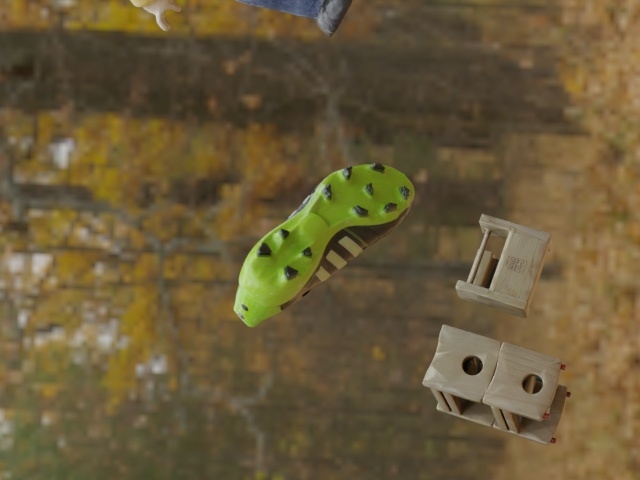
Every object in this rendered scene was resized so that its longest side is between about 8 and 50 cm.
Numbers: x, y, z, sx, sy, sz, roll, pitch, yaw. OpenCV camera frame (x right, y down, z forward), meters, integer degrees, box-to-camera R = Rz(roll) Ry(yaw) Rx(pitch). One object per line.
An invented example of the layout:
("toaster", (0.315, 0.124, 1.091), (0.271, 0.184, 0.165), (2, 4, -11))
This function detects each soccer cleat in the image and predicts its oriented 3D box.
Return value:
("soccer cleat", (0.000, 0.000, 1.326), (0.179, 0.060, 0.072), (-36, -16, -39))

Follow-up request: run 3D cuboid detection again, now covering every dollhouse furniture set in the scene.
("dollhouse furniture set", (0.201, 0.093, 1.852), (0.129, 0.129, 0.184), (59, -131, -70))

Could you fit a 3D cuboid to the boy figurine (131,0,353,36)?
("boy figurine", (-0.100, -0.244, 1.330), (0.092, 0.285, 0.177), (-140, 72, -83))
